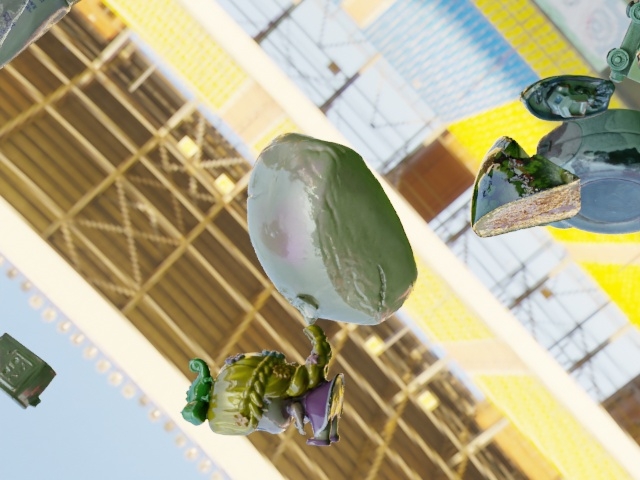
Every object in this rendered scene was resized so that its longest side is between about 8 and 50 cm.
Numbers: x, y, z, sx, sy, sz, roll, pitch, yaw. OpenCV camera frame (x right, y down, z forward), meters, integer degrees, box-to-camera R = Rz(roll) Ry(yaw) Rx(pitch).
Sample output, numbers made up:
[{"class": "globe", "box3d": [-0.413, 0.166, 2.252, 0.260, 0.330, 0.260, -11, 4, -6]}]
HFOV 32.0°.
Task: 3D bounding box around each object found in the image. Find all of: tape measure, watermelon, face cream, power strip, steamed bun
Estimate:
[{"class": "tape measure", "box3d": [0.511, -0.124, 1.989, 0.256, 0.275, 0.147, 67, -153, -57]}, {"class": "watermelon", "box3d": [0.156, -0.048, 0.885, 0.163, 0.087, 0.069, 43, -146, -77]}, {"class": "face cream", "box3d": [-0.351, -0.247, 1.217, 0.114, 0.224, 0.070, 55, 174, 17]}, {"class": "power strip", "box3d": [-0.477, 0.187, 1.690, 0.175, 0.075, 0.042, 27, 158, 32]}, {"class": "steamed bun", "box3d": [0.000, 0.000, 1.291, 0.170, 0.152, 0.239, 17, 146, 51]}]

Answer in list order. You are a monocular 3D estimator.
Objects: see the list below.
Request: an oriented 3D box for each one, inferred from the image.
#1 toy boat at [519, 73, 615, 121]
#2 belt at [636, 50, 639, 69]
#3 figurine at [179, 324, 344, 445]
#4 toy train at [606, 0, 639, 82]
[{"class": "toy boat", "box3d": [0.307, -0.173, 1.372, 0.140, 0.059, 0.066, -5, -154, -25]}, {"class": "belt", "box3d": [0.358, -0.147, 1.058, 0.105, 0.058, 0.140, 48, -175, -29]}, {"class": "figurine", "box3d": [-0.057, 0.136, 1.087, 0.095, 0.156, 0.115, 38, -124, -72]}, {"class": "toy train", "box3d": [0.416, -0.253, 1.419, 0.081, 0.122, 0.050, 26, -160, 14]}]
